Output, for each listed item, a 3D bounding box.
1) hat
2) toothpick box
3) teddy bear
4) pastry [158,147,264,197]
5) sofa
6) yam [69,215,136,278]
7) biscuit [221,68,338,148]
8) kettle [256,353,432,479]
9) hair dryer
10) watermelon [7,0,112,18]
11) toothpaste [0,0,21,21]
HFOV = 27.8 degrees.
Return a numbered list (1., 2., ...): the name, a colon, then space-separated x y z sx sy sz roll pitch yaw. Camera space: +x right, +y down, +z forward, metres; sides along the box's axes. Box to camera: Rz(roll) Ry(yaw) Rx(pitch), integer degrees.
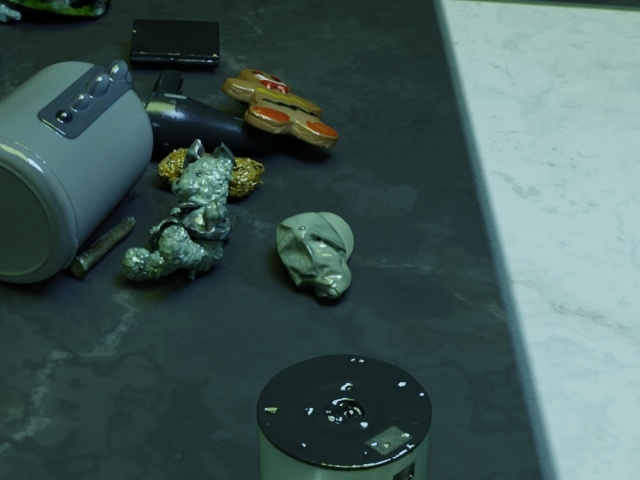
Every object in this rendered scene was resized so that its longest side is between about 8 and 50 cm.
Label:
1. hat: 0.001 0.002 1.714 0.122 0.081 0.166 18 28 12
2. toothpick box: -0.342 -0.116 1.689 0.229 0.229 0.316 16 37 14
3. teddy bear: -0.158 -0.024 1.684 0.133 0.111 0.213 -14 40 43
4. pastry: -0.155 -0.095 1.835 0.140 0.056 0.080 10 29 16
5. sofa: -0.238 -0.312 2.125 0.147 0.060 0.085 1 53 -6
6. yam: -0.284 0.008 1.703 0.027 0.033 0.129 -6 23 31
7. biscuit: -0.067 -0.215 1.980 0.165 0.036 0.250 15 21 -22
8. kettle: 0.039 0.262 1.220 0.161 0.236 0.221 -25 41 -36
9. hair dryer: -0.195 -0.215 1.977 0.235 0.091 0.272 7 31 -14
10. watermelon: -0.471 -0.422 2.211 0.245 0.063 0.119 5 9 -19
11. toothpaste: -0.601 -0.416 2.223 0.233 0.038 0.060 23 36 26
